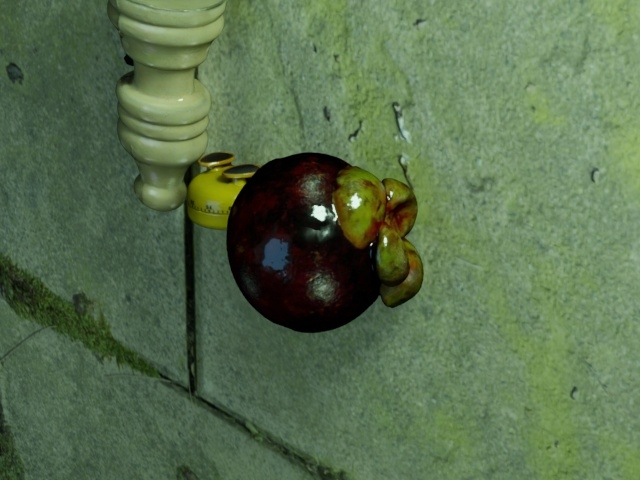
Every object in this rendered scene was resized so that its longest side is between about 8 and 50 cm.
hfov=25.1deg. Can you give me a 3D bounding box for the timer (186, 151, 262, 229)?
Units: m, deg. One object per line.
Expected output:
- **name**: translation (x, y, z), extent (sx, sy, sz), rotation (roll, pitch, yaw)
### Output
- **timer**: translation (-0.102, -0.039, 1.670), extent (0.107, 0.107, 0.109), rotation (18, 119, 40)

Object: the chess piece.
- **chess piece**: translation (-0.182, -0.165, 1.696), extent (0.139, 0.124, 0.307), rotation (3, 126, -2)

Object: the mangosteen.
- **mangosteen**: translation (0.000, 0.000, 1.517), extent (0.210, 0.210, 0.209), rotation (23, 125, 38)

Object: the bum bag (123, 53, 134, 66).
- **bum bag**: translation (-0.219, -0.261, 1.733), extent (0.058, 0.034, 0.124), rotation (33, 135, 40)
